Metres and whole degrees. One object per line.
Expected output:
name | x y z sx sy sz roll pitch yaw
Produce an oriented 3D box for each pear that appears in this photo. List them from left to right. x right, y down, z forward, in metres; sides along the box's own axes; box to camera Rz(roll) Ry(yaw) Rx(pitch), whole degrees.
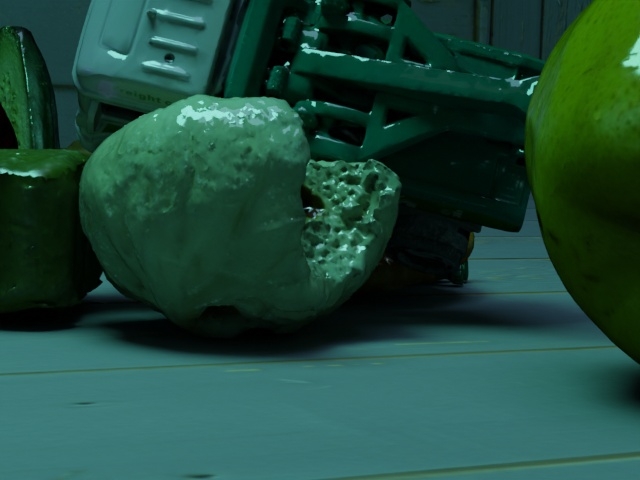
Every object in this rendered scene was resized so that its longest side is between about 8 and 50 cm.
pear | 0.253 -0.048 0.823 0.294 0.294 0.294 2 4 0

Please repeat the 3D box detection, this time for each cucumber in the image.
cucumber | -0.327 -0.121 1.721 0.063 0.243 0.115 3 -10 -43

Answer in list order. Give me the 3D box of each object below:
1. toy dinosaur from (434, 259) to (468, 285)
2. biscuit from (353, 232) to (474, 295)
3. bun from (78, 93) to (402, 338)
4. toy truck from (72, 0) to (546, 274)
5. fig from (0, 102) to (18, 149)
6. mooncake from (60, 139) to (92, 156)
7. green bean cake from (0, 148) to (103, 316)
toy dinosaur | 0.080 0.011 1.360 0.096 0.059 0.132 -3 12 9
biscuit | 0.000 0.000 1.258 0.254 0.035 0.254 -3 15 1
bun | -0.048 -0.002 0.967 0.213 0.126 0.204 8 -21 -28
toy truck | 0.003 -0.105 1.099 0.364 0.176 0.178 13 -17 6
fig | -0.433 -0.069 1.574 0.249 0.186 0.204 -47 -1 -29
mooncake | -0.234 -0.068 1.847 0.235 0.117 0.235 2 8 0
green bean cake | -0.251 -0.009 1.051 0.200 0.113 0.214 1 4 1
